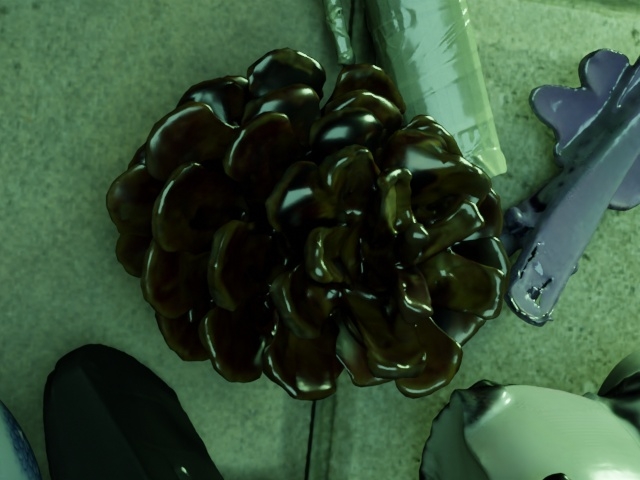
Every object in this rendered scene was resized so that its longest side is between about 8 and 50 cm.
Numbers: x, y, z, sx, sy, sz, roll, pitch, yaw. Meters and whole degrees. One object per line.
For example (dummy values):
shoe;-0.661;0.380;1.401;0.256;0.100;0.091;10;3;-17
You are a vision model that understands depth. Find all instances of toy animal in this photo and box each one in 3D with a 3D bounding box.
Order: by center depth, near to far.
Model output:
toy animal;0.244;0.203;0.939;0.310;0.251;0.251;-1;91;-16

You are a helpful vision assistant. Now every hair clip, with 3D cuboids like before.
hair clip;0.204;-0.057;0.996;0.137;0.090;0.278;40;75;-13

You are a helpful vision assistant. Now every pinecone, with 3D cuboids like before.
pinecone;0.000;0.000;0.835;0.244;0.309;0.244;-11;113;-26

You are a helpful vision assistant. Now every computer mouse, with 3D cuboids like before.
computer mouse;-0.110;0.193;0.841;0.086;0.137;0.270;-38;65;10

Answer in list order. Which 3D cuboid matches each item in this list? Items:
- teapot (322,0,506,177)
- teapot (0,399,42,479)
teapot;0.065;-0.134;0.954;0.107;0.077;0.200;-14;96;-4
teapot;-0.288;0.180;0.744;0.424;0.280;0.252;37;79;-13
